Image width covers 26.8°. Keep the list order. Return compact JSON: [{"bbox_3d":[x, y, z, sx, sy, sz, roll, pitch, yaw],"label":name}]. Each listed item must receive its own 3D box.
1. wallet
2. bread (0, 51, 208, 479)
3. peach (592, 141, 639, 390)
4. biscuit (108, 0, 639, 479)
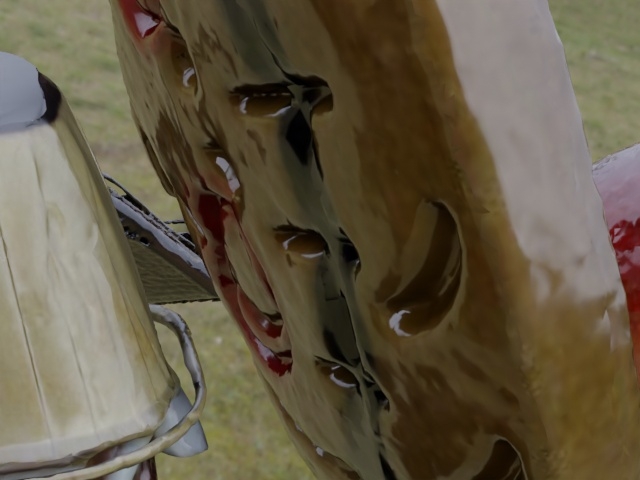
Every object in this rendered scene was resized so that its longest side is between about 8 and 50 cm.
[{"bbox_3d":[-0.177,0.004,0.724,0.243,0.039,0.133,-4,-28,34],"label":"wallet"},{"bbox_3d":[-0.144,0.060,0.369,0.224,0.212,0.142,-6,21,-11],"label":"bread"},{"bbox_3d":[0.319,0.080,1.087,0.416,0.353,0.339,79,-11,-63],"label":"peach"},{"bbox_3d":[-0.017,-0.043,0.478,0.063,0.367,0.314,-25,16,-21],"label":"biscuit"}]
